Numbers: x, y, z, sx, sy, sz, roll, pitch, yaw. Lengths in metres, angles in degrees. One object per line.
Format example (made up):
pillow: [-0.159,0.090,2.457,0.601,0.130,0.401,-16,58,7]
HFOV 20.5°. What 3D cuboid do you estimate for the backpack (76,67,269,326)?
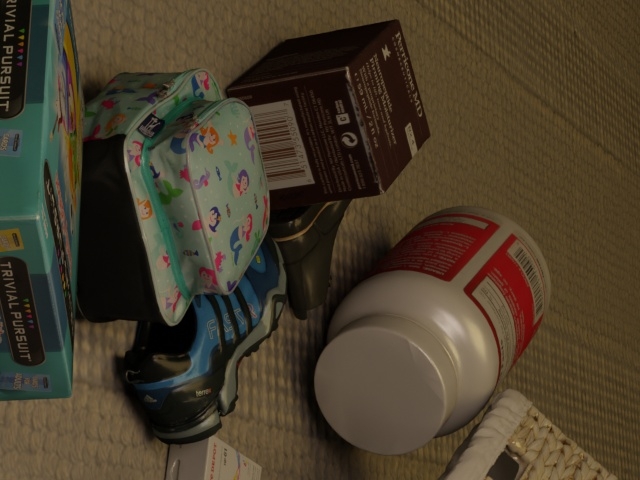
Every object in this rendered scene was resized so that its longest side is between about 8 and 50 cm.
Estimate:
backpack: [-0.158,-0.058,1.803,0.253,0.191,0.225,-67,149,-59]

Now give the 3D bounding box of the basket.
basket: [0.206,0.418,2.148,0.266,0.331,0.328,36,29,7]

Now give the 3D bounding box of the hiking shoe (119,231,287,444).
hiking shoe: [-0.120,0.072,1.915,0.132,0.113,0.304,62,32,-37]

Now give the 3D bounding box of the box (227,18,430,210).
box: [0.014,-0.157,2.200,0.203,0.167,0.168,-50,127,-58]

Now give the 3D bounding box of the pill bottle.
pill bottle: [0.146,0.119,2.323,0.407,0.229,0.229,-41,119,-60]

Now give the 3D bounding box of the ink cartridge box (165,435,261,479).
ink cartridge box: [-0.117,0.271,1.933,0.122,0.052,0.089,41,47,-52]

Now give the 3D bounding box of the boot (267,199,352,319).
boot: [0.000,0.000,2.252,0.198,0.077,0.137,-37,121,-47]

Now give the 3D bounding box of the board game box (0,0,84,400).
board game box: [-0.253,-0.073,1.505,0.254,0.079,0.336,91,-4,-53]
